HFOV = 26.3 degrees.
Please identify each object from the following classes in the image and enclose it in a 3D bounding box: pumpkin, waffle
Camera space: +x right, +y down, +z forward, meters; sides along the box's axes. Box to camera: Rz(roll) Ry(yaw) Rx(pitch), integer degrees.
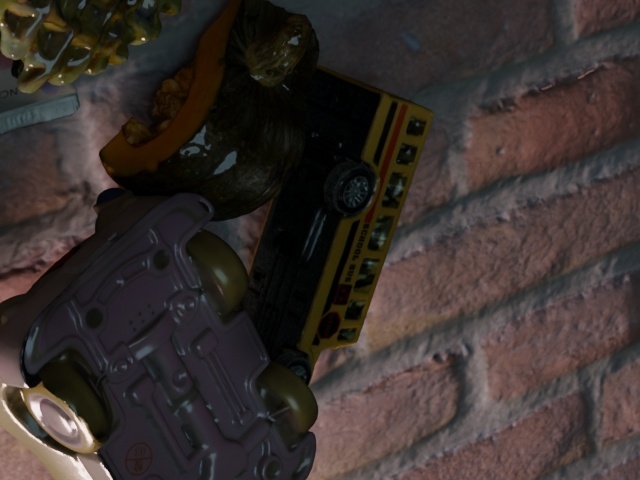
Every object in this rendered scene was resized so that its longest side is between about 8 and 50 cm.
[{"bbox_3d":[-0.077,-0.118,1.292,0.131,0.126,0.248,40,85,-38],"label":"pumpkin"},{"bbox_3d":[-0.201,-0.234,1.174,0.223,0.054,0.204,-36,136,-40],"label":"waffle"}]

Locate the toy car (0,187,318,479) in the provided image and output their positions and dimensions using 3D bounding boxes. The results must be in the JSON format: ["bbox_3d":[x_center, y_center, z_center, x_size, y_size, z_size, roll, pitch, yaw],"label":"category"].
[{"bbox_3d":[-0.177,0.139,1.268,0.242,0.226,0.336,-47,122,-33],"label":"toy car"}]

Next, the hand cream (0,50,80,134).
[{"bbox_3d":[-0.285,-0.245,1.154,0.124,0.078,0.340,-21,123,-25],"label":"hand cream"}]

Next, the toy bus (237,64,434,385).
[{"bbox_3d":[0.000,0.000,1.393,0.123,0.121,0.335,7,105,-46],"label":"toy bus"}]
